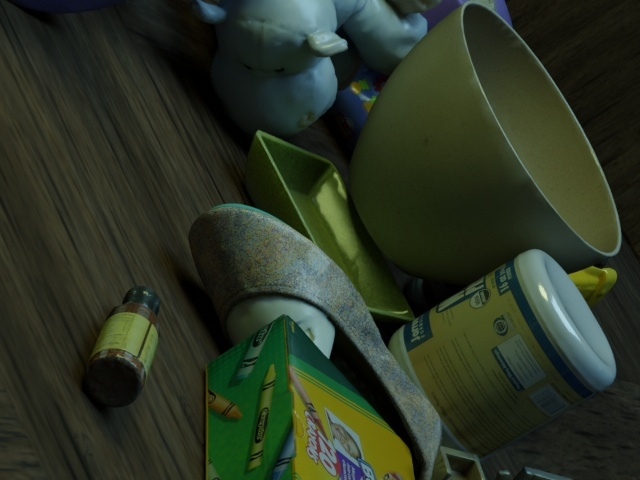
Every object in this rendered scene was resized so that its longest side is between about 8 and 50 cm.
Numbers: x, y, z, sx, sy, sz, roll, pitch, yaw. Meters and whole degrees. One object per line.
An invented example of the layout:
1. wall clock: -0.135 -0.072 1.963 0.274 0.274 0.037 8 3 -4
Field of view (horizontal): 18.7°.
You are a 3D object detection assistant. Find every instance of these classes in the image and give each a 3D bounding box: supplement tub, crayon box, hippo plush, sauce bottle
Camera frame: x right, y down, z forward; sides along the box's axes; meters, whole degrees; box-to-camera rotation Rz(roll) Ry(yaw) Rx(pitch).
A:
1. supplement tub: 0.151 0.115 1.770 0.144 0.199 0.144 52 16 -21
2. crayon box: -0.002 0.198 1.368 0.165 0.081 0.278 49 18 -27
3. hippo plush: 0.002 -0.222 1.864 0.236 0.234 0.294 -79 179 -53
4. sauce bottle: -0.129 0.068 1.311 0.042 0.042 0.128 53 16 -14

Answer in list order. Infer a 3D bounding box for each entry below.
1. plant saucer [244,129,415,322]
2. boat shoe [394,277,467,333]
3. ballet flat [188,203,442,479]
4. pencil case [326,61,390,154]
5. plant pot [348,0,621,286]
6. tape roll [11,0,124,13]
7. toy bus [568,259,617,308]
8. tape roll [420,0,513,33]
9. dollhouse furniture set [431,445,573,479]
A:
1. plant saucer: 0.000 0.000 1.822 0.188 0.045 0.188 62 16 17
2. boat shoe: 0.163 0.085 2.008 0.122 0.120 0.324 55 16 -10
3. ballet flat: 0.002 0.101 1.545 0.316 0.107 0.106 47 32 -31
4. pencil case: 0.073 -0.156 2.189 0.306 0.133 0.119 58 -17 -2
5. plant pot: 0.141 -0.065 1.911 0.284 0.191 0.284 47 24 -28
6. tape roll: -0.185 -0.269 1.521 0.189 0.189 0.080 32 30 -57
7. toy bus: 0.219 0.001 2.345 0.211 0.149 0.220 -2 57 -54
8. tape roll: 0.114 -0.312 2.182 0.275 0.090 0.275 51 22 -30
9. dollhouse furniture set: 0.157 0.294 1.712 0.161 0.101 0.182 17 36 -28
